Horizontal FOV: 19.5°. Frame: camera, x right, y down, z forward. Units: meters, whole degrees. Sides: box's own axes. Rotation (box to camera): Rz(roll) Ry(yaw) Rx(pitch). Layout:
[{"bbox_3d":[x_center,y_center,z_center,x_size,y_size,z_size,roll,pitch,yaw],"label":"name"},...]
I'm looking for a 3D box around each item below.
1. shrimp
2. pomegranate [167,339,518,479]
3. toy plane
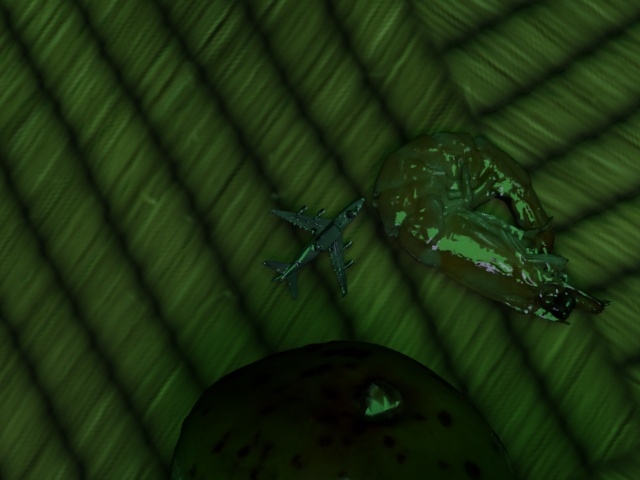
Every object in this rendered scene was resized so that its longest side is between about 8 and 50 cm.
[{"bbox_3d":[0.118,-0.006,1.252,0.180,0.041,0.099,35,69,6],"label":"shrimp"},{"bbox_3d":[-0.015,0.193,1.148,0.231,0.231,0.286,46,114,5],"label":"pomegranate"},{"bbox_3d":[0.000,0.001,1.252,0.084,0.024,0.078,-42,103,-6],"label":"toy plane"}]
